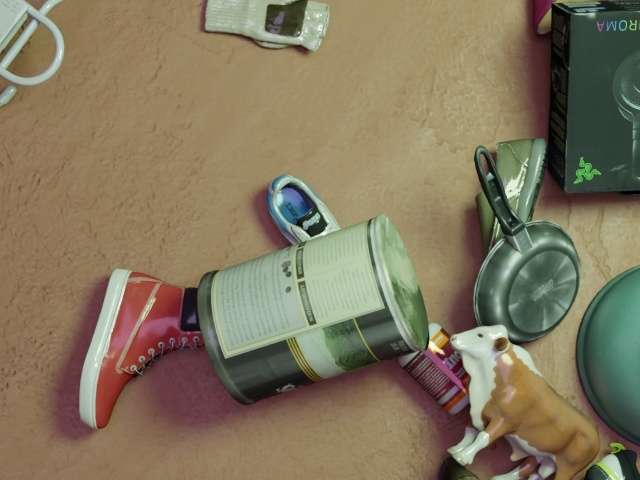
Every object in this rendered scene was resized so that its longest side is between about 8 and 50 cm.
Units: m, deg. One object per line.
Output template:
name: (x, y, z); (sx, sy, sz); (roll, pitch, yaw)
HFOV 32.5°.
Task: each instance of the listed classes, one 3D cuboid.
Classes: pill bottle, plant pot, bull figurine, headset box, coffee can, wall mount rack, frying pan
pill bottle: (0.171, 0.179, 1.635); (0.152, 0.086, 0.086); (44, 85, 6)
plant pot: (0.532, 0.162, 1.575); (0.293, 0.196, 0.293); (0, 82, 2)
bull figurine: (0.278, 0.257, 1.567); (0.310, 0.101, 0.188); (39, 87, -24)
headset box: (0.468, -0.206, 1.616); (0.246, 0.131, 0.283); (-1, 109, 0)
coffee can: (-0.008, 0.099, 1.558); (0.275, 0.201, 0.201); (-19, 82, 15)
wall mount rack: (-0.502, -0.392, 1.715); (0.350, 0.130, 0.304); (37, 88, 6)
frying pan: (0.309, 0.008, 1.591); (0.197, 0.053, 0.326); (-14, 116, -27)

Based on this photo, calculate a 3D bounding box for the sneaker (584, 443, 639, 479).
sneaker: (0.486, 0.402, 1.599); (0.097, 0.084, 0.234); (-35, 88, -14)

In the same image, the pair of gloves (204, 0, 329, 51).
pair of gloves: (-0.065, -0.426, 1.747); (0.204, 0.042, 0.240); (15, 82, 4)

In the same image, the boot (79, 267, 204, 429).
boot: (-0.254, 0.177, 1.648); (0.176, 0.088, 0.244); (14, 79, 2)

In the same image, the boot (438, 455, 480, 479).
boot: (0.226, 0.422, 1.615); (0.082, 0.106, 0.219); (-14, 110, -5)

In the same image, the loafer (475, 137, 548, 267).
loafer: (0.277, -0.040, 1.670); (0.087, 0.094, 0.251); (14, 80, 17)

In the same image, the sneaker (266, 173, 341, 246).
sneaker: (0.000, 0.000, 1.665); (0.085, 0.086, 0.237); (-40, 85, -6)

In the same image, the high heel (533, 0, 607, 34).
high heel: (0.456, -0.402, 1.585); (0.127, 0.377, 0.181); (26, 78, -20)
